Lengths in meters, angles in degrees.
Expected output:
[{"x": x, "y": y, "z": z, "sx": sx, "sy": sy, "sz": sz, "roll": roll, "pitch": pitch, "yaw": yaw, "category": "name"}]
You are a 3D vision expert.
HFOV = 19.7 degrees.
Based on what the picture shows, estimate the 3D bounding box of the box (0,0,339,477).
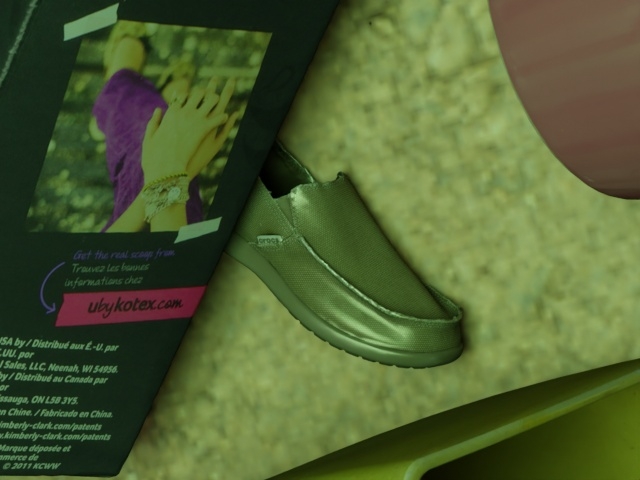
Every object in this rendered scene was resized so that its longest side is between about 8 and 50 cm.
[{"x": -0.124, "y": -0.058, "z": 0.735, "sx": 0.165, "sy": 0.143, "sz": 0.270, "roll": 39, "pitch": 111, "yaw": 39, "category": "box"}]

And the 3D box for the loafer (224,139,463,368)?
[{"x": 0.000, "y": 0.000, "z": 0.759, "sx": 0.148, "sy": 0.056, "sz": 0.050, "roll": 33, "pitch": 114, "yaw": 17, "category": "loafer"}]

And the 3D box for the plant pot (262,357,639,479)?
[{"x": 0.030, "y": 0.168, "z": 0.694, "sx": 0.187, "sy": 0.212, "sz": 0.212, "roll": -7, "pitch": 93, "yaw": 37, "category": "plant pot"}]

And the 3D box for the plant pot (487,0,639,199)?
[{"x": 0.163, "y": -0.097, "z": 0.614, "sx": 0.180, "sy": 0.201, "sz": 0.201, "roll": -16, "pitch": 89, "yaw": 40, "category": "plant pot"}]
